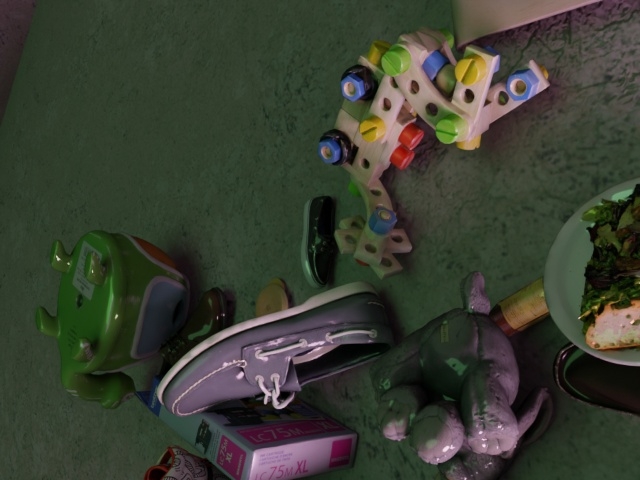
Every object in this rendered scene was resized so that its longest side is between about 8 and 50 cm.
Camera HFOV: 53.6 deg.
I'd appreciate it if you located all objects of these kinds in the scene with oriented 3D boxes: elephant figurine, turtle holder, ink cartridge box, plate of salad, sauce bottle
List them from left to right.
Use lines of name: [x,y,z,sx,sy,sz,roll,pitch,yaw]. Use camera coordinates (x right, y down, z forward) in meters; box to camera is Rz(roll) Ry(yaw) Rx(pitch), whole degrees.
turtle holder: [-0.370,0.147,1.176,0.243,0.227,0.321,-17,72,43]
ink cartridge box: [-0.119,0.253,0.923,0.311,0.185,0.065,13,94,47]
elephant figurine: [0.162,0.195,0.682,0.185,0.239,0.169,-32,41,9]
sauce bottle: [0.216,0.081,0.704,0.128,0.042,0.042,-37,58,34]
plate of salad: [0.299,0.018,0.589,0.199,0.048,0.200,-29,44,32]

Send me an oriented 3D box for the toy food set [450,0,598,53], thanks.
toy food set: [0.270,-0.353,0.703,0.306,0.092,0.220,-4,92,47]

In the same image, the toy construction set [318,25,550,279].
toy construction set: [0.107,-0.120,0.792,0.215,0.151,0.328,39,122,17]

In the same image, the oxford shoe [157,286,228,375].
oxford shoe: [-0.230,0.186,1.119,0.082,0.096,0.227,35,107,46]

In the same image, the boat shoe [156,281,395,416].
boat shoe: [-0.053,0.159,0.819,0.116,0.319,0.099,80,164,-55]

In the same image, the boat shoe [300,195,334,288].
boat shoe: [0.000,0.000,0.942,0.040,0.049,0.142,-17,69,43]

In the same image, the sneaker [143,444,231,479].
sneaker: [-0.152,0.326,0.882,0.145,0.270,0.090,40,100,1]

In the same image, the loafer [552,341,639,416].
loafer: [0.309,0.123,0.572,0.220,0.078,0.080,-5,80,46]

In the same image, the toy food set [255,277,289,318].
toy food set: [-0.078,0.109,1.024,0.083,0.020,0.083,-53,51,27]
